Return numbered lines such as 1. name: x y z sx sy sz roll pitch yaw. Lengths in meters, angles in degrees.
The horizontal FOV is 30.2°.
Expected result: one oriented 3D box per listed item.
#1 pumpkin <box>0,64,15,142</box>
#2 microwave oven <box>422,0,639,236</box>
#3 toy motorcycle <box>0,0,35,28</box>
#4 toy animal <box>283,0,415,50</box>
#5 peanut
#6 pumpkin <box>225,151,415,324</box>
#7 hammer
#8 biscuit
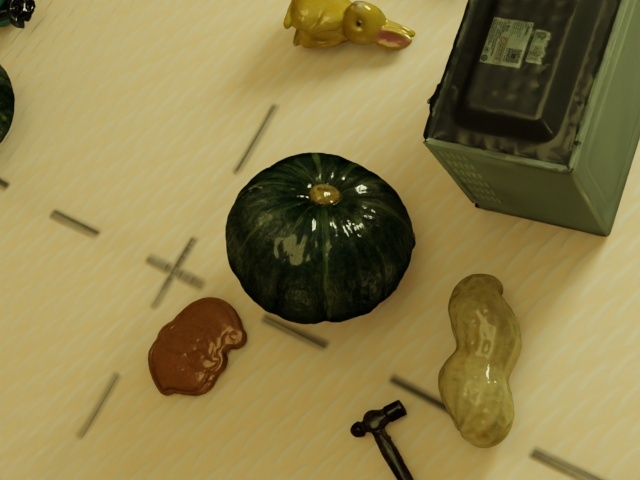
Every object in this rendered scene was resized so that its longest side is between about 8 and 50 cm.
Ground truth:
1. pumpkin: -0.496 -0.180 1.605 0.167 0.125 0.167 -1 84 11
2. microwave oven: 0.243 -0.187 1.244 0.181 0.237 0.295 15 80 28
3. toy motorcycle: -0.462 -0.359 1.705 0.100 0.058 0.173 -32 59 16
4. toy animal: 0.040 -0.273 1.459 0.159 0.070 0.083 14 73 21
5. peanut: 0.167 0.122 1.236 0.082 0.082 0.187 0 69 22
6. pumpkin: -0.002 -0.001 1.313 0.211 0.152 0.212 7 51 -8
7. hammer: 0.095 0.252 1.245 0.065 0.021 0.178 -33 61 6
8. biscuit: -0.148 0.126 1.397 0.130 0.019 0.102 -48 59 -1
